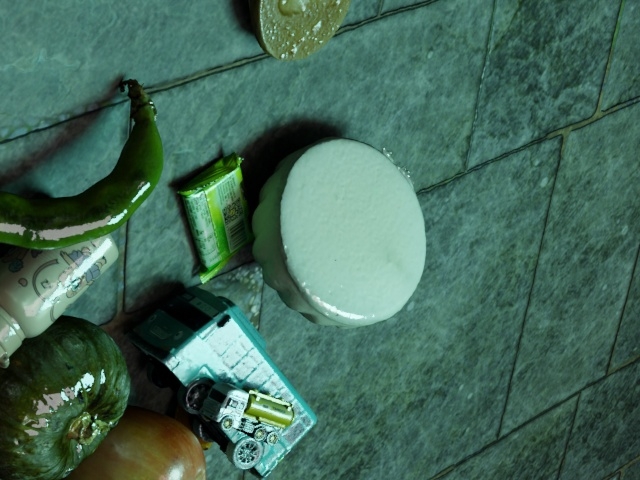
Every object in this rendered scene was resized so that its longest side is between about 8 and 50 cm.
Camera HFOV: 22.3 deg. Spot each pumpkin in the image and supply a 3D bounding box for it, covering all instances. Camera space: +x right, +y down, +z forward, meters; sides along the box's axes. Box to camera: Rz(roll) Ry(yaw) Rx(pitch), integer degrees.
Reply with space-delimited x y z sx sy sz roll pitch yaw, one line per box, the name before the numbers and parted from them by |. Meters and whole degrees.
pumpkin | -0.330 0.196 1.970 0.224 0.157 0.223 -42 154 -27

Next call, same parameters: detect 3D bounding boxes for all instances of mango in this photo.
mango | -0.168 0.234 2.278 0.077 0.063 0.127 2 111 -45

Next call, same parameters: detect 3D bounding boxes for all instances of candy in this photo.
candy | -0.134 -0.030 2.130 0.102 0.032 0.178 -35 142 -21

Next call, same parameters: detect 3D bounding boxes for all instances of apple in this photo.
apple | -0.250 0.304 2.145 0.199 0.199 0.199 -30 138 -32

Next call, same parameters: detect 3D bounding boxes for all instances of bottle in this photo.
bottle | -0.342 0.050 1.885 0.209 0.110 0.097 -46 174 -21

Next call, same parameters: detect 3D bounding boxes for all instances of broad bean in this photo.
broad bean | -0.287 -0.063 1.850 0.292 0.144 0.049 -34 180 -26

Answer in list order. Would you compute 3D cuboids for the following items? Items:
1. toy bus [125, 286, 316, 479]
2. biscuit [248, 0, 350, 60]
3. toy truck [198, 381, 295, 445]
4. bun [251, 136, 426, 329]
toy bus | -0.129 0.184 2.169 0.147 0.128 0.256 -45 124 -14
biscuit | -0.022 -0.325 2.007 0.181 0.049 0.208 0 117 -51
toy truck | -0.092 0.220 2.095 0.123 0.052 0.062 24 88 -38
bun | 0.000 0.000 2.205 0.263 0.175 0.263 11 71 -36
